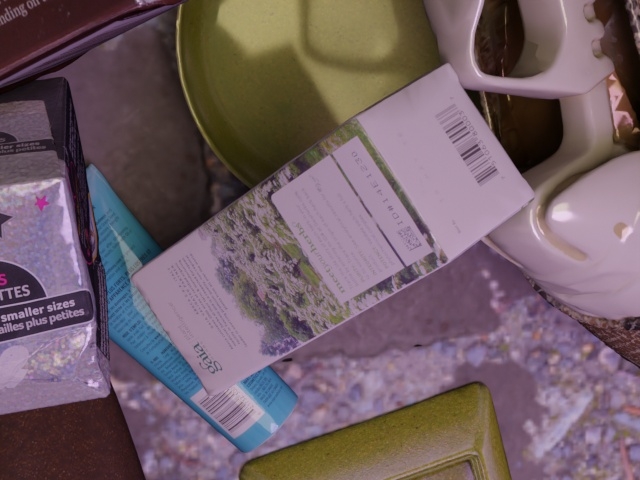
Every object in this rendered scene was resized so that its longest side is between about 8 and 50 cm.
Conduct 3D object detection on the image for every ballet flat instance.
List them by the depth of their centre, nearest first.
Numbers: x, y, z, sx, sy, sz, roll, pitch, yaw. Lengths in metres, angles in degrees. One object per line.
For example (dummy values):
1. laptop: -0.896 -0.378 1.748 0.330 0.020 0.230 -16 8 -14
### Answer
1. ballet flat: 0.139 -0.103 0.913 0.182 0.164 0.483 -29 107 -46

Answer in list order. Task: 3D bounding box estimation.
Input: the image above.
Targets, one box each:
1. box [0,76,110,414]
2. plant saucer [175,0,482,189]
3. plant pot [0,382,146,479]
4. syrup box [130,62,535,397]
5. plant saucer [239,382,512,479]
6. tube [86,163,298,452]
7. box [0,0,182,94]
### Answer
1. box: -0.252 0.012 0.846 0.247 0.163 0.142 -10 116 -5
2. plant saucer: 0.021 -0.133 0.989 0.241 0.037 0.241 -3 100 -15
3. plant pot: -0.183 0.189 0.917 0.215 0.215 0.230 0 86 -15
4. syrup box: 0.000 0.000 0.892 0.096 0.237 0.093 -34 91 -44
5. plant saucer: 0.059 0.217 1.053 0.188 0.045 0.188 -18 103 -11
6. tube: -0.104 0.051 0.984 0.207 0.052 0.080 46 80 -12
7. box: -0.193 -0.277 0.789 0.143 0.191 0.381 -34 103 -51
